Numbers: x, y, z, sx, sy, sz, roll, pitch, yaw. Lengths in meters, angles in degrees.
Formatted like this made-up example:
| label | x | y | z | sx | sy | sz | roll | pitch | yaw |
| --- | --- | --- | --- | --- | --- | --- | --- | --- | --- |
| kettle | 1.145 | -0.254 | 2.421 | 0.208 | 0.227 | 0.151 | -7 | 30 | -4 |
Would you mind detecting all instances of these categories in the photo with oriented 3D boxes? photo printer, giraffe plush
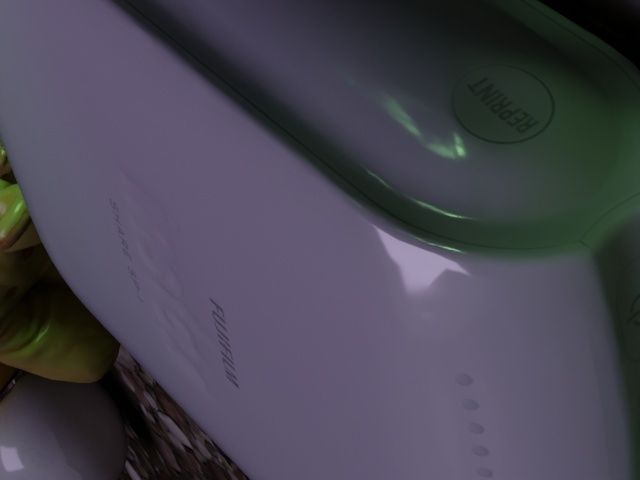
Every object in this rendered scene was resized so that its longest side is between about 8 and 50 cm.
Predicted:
| label | x | y | z | sx | sy | sz | roll | pitch | yaw |
| --- | --- | --- | --- | --- | --- | --- | --- | --- | --- |
| photo printer | 0.000 | 0.000 | 0.507 | 0.307 | 0.107 | 0.256 | 41 | 154 | 33 |
| giraffe plush | -0.179 | -0.021 | 0.824 | 0.181 | 0.210 | 0.170 | 52 | 130 | 15 |

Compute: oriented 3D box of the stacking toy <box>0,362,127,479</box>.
| label | x | y | z | sx | sy | sz | roll | pitch | yaw |
| --- | --- | --- | --- | --- | --- | --- | --- | --- | --- |
| stacking toy | -0.351 | 0.044 | 1.190 | 0.480 | 0.351 | 0.350 | 36 | 160 | -4 |
